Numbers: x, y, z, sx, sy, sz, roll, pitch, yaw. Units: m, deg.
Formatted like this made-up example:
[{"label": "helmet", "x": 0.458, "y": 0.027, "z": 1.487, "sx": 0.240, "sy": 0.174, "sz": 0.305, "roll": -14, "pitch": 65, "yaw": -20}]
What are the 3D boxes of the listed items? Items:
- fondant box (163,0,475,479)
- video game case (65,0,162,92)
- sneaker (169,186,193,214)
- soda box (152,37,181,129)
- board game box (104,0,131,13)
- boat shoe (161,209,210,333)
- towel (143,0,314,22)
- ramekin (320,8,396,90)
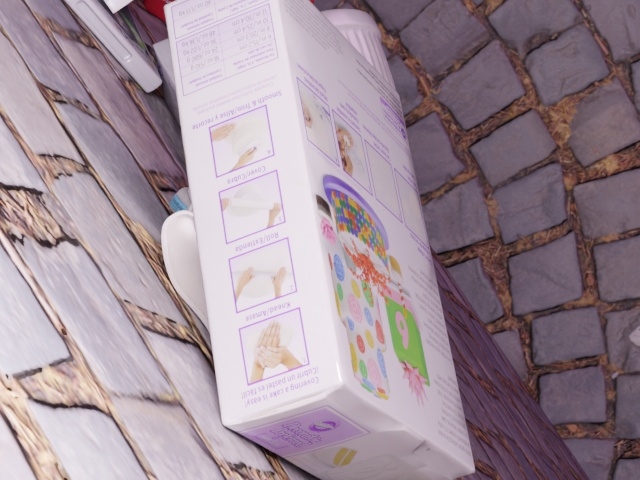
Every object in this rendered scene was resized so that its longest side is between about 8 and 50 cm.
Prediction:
[{"label": "fondant box", "x": 0.000, "y": 0.000, "z": 1.355, "sx": 0.238, "sy": 0.096, "sz": 0.330, "roll": 39, "pitch": 35, "yaw": -57}, {"label": "video game case", "x": -0.222, "y": -0.245, "z": 1.741, "sx": 0.173, "sy": 0.022, "sz": 0.190, "roll": 50, "pitch": 9, "yaw": -44}, {"label": "sneaker", "x": -0.083, "y": -0.006, "z": 1.454, "sx": 0.083, "sy": 0.071, "sz": 0.191, "roll": 27, "pitch": 13, "yaw": 0}, {"label": "soda box", "x": -0.051, "y": -0.072, "z": 1.706, "sx": 0.286, "sy": 0.098, "sz": 0.091, "roll": 59, "pitch": -13, "yaw": 30}, {"label": "board game box", "x": -0.153, "y": -0.290, "z": 1.690, "sx": 0.103, "sy": 0.154, "sz": 0.026, "roll": 54, "pitch": 7, "yaw": -12}, {"label": "boat shoe", "x": -0.073, "y": 0.033, "z": 1.342, "sx": 0.125, "sy": 0.046, "sz": 0.038, "roll": 57, "pitch": 6, "yaw": -9}, {"label": "towel", "x": -0.079, "y": -0.269, "z": 1.773, "sx": 0.199, "sy": 0.031, "sz": 0.275, "roll": 37, "pitch": -37, "yaw": 17}, {"label": "ramekin", "x": -0.017, "y": -0.143, "z": 1.959, "sx": 0.109, "sy": 0.207, "sz": 0.207, "roll": 67, "pitch": 9, "yaw": 14}]
